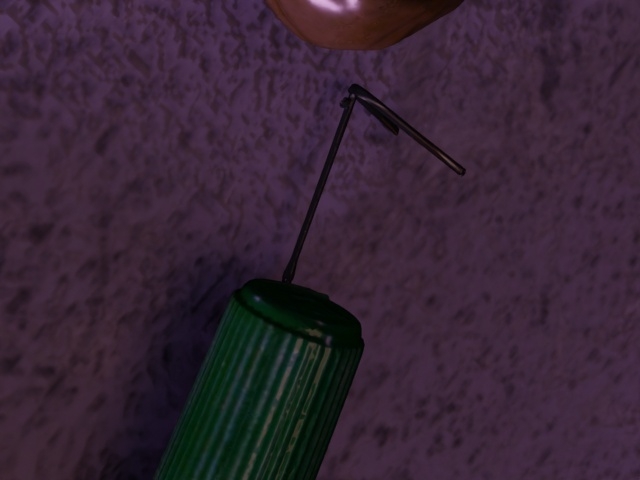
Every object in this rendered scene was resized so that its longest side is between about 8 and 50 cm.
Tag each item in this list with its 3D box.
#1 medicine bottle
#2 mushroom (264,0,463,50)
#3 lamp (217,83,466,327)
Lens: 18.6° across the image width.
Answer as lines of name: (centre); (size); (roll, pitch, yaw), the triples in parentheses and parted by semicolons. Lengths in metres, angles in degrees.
medicine bottle: (-0.062, 0.161, 0.766); (0.111, 0.076, 0.309); (17, 101, -25)
mushroom: (-0.026, -0.217, 0.619); (0.128, 0.128, 0.350); (-35, 128, -18)
lamp: (-0.001, 0.001, 0.779); (0.054, 0.041, 0.121); (32, 93, -30)
